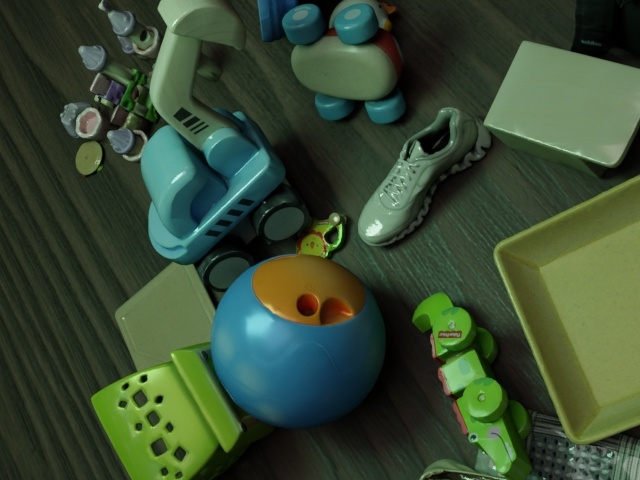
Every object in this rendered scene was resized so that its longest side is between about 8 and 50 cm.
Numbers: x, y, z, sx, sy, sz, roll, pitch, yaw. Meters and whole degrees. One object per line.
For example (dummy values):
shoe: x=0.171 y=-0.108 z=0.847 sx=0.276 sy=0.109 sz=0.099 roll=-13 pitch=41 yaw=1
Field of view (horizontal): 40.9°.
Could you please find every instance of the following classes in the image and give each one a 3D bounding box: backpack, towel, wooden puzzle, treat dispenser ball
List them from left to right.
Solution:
wooden puzzle: x=-0.299 y=0.171 z=1.722 sx=0.221 sy=0.044 sz=0.238 roll=-39 pitch=57 yaw=17
treat dispenser ball: x=-0.036 y=0.164 z=1.416 sx=0.288 sy=0.288 sz=0.288 roll=-8 pitch=73 yaw=29
towel: x=0.348 y=0.426 z=1.261 sx=0.312 sy=0.056 sz=0.324 roll=10 pitch=84 yaw=32
backpack: x=0.502 y=-0.374 z=1.253 sx=0.277 sy=0.263 sz=0.213 roll=23 pitch=90 yaw=34

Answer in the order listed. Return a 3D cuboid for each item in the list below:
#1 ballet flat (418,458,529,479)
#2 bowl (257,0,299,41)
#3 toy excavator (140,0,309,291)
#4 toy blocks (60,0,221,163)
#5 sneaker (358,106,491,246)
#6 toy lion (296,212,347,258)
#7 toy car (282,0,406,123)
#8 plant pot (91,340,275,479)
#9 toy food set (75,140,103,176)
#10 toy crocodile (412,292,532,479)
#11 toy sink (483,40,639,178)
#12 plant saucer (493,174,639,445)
ballet flat: x=0.254 y=0.383 z=1.263 sx=0.248 sy=0.086 sz=0.086 roll=6 pitch=81 yaw=35
bowl: x=-0.091 y=-0.571 z=1.602 sx=0.077 sy=0.391 sz=0.391 roll=-6 pitch=72 yaw=-1
toy excavator: x=-0.203 y=-0.165 z=1.491 sx=0.433 sy=0.445 sz=0.222 roll=-43 pitch=49 yaw=14
toy blocks: x=-0.430 y=-0.333 z=1.790 sx=0.309 sy=0.260 sz=0.288 roll=26 pitch=90 yaw=32
sneaker: x=0.158 y=-0.114 z=1.477 sx=0.292 sy=0.118 sz=0.110 roll=-49 pitch=61 yaw=13
toy lion: x=0.000 y=0.000 z=1.594 sx=0.100 sy=0.034 sz=0.096 roll=-4 pitch=82 yaw=29
toy car: x=0.080 y=-0.375 z=1.574 sx=0.210 sy=0.219 sz=0.238 roll=9 pitch=54 yaw=32
plant pot: x=-0.221 y=0.303 z=1.509 sx=0.207 sy=0.227 sz=0.228 roll=-35 pitch=78 yaw=16
toy food set: x=-0.527 y=-0.187 z=1.958 sx=0.083 sy=0.020 sz=0.082 roll=-5 pitch=75 yaw=29
toy crocodile: x=0.232 y=0.217 z=1.319 sx=0.105 sy=0.115 sz=0.340 roll=-32 pitch=49 yaw=17
toy sink: x=0.406 y=-0.196 z=1.343 sx=0.234 sy=0.131 sz=0.152 roll=25 pitch=91 yaw=38
plant saucer: x=0.467 y=0.092 z=1.262 sx=0.333 sy=0.081 sz=0.332 roll=-27 pitch=65 yaw=21
